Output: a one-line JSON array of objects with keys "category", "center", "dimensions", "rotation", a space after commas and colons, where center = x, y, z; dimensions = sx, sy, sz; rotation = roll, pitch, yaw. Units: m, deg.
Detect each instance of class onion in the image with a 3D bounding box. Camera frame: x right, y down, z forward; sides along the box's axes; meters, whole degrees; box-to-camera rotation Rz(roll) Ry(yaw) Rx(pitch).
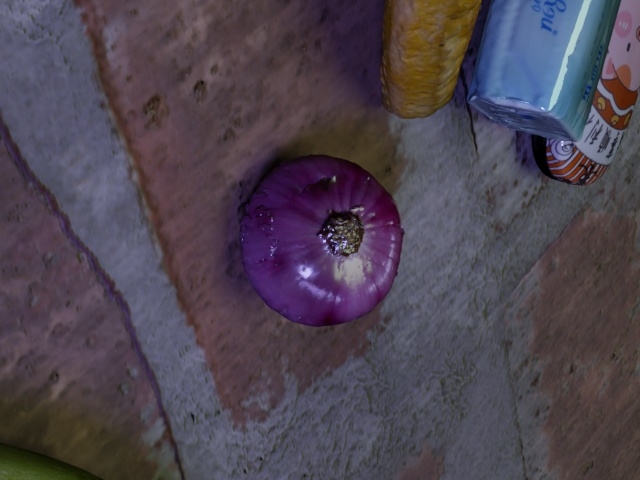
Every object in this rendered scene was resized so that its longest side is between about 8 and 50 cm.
[{"category": "onion", "center": [0.000, 0.000, 1.027], "dimensions": [0.104, 0.115, 0.115], "rotation": [154, -42, -78]}]

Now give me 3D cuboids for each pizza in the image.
[{"category": "pizza", "center": [0.095, -0.238, 1.056], "dimensions": [0.280, 0.075, 0.288], "rotation": [101, 5, -54]}]

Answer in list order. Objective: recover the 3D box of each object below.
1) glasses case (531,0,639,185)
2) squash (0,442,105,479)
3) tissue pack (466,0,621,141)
[{"category": "glasses case", "center": [0.239, -0.178, 1.295], "dimensions": [0.103, 0.067, 0.267], "rotation": [10, 94, -53]}, {"category": "squash", "center": [-0.169, 0.162, 0.855], "dimensions": [0.341, 0.094, 0.094], "rotation": [37, 73, -52]}, {"category": "tissue pack", "center": [0.190, -0.214, 1.165], "dimensions": [0.177, 0.089, 0.263], "rotation": [11, 92, -74]}]
